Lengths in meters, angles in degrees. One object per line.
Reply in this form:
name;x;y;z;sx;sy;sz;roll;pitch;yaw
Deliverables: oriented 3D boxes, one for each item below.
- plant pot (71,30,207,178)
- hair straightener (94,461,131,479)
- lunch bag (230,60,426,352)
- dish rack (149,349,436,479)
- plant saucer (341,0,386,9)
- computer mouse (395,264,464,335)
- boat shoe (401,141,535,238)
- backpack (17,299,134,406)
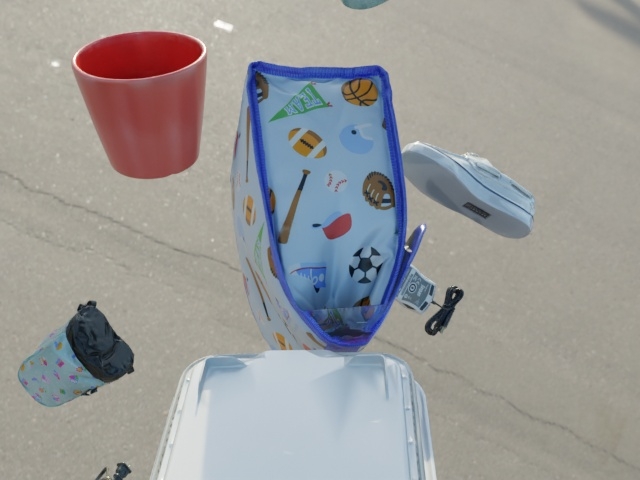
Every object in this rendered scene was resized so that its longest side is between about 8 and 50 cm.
plant pot;-0.365;-0.280;1.505;0.275;0.243;0.275;1;36;-1
hair straightener;-0.246;0.308;0.841;0.047;0.230;0.089;40;64;-9
lunch bag;0.000;0.000;1.005;0.239;0.328;0.385;-2;68;-10
dish rack;-0.031;0.216;0.677;0.285;0.072;0.333;-2;32;4
plant saucer;0.078;-0.373;0.858;0.037;0.195;0.195;28;25;-37
computer mouse;0.174;0.092;1.281;0.193;0.106;0.042;35;-9;-32
boat shoe;0.241;-0.096;1.161;0.258;0.095;0.084;32;62;-20
backpack;-0.433;0.208;1.243;0.152;0.182;0.115;58;28;-5
